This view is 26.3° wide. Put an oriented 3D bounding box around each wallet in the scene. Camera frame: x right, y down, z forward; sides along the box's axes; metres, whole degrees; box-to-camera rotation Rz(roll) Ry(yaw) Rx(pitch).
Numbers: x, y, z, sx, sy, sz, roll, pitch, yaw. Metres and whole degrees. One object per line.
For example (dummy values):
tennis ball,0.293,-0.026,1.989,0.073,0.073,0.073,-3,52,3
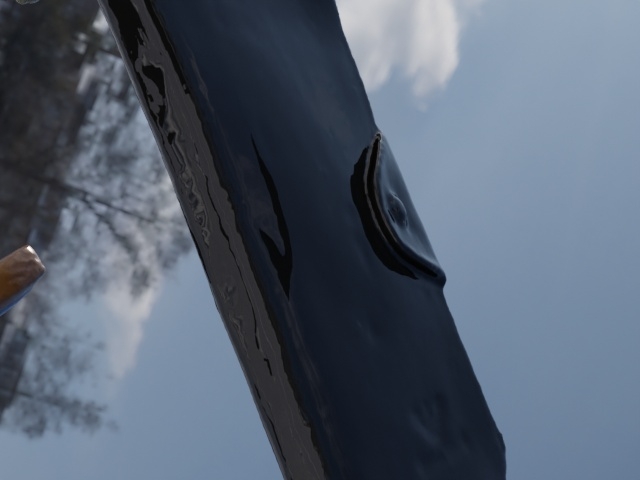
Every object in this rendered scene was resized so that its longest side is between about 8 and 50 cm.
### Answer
wallet,0.000,0.000,0.773,0.051,0.197,0.377,-22,-94,35

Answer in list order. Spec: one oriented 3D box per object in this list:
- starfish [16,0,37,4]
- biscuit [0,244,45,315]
starfish,-0.304,-0.153,0.606,0.375,0.327,0.094,-50,-179,7
biscuit,-0.309,0.084,0.958,0.205,0.049,0.324,-37,-169,-38
